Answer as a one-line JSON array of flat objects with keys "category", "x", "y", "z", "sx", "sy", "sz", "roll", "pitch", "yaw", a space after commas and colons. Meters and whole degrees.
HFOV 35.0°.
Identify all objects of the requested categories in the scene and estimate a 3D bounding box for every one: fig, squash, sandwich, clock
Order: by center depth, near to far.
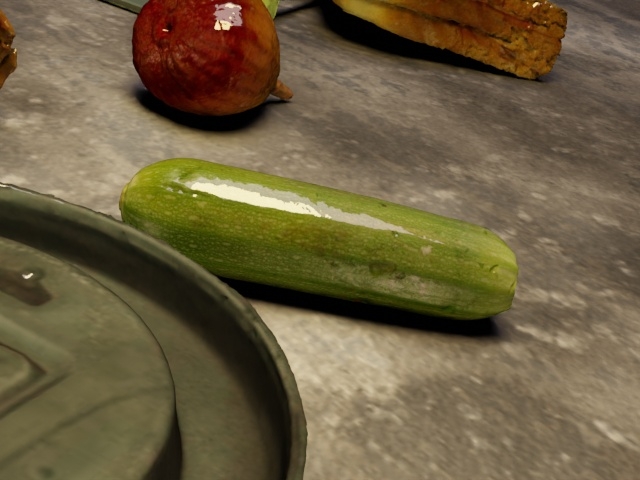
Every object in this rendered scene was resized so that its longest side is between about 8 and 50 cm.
[{"category": "clock", "x": -0.164, "y": 0.066, "z": 0.355, "sx": 0.318, "sy": 0.066, "sz": 0.319, "roll": 11, "pitch": 26, "yaw": -5}, {"category": "squash", "x": 0.000, "y": 0.000, "z": 0.573, "sx": 0.228, "sy": 0.066, "sz": 0.066, "roll": 12, "pitch": 26, "yaw": -8}, {"category": "fig", "x": -0.086, "y": -0.139, "z": 0.799, "sx": 0.119, "sy": 0.153, "sz": 0.119, "roll": -3, "pitch": 64, "yaw": 6}, {"category": "sandwich", "x": 0.118, "y": -0.302, "z": 1.177, "sx": 0.271, "sy": 0.099, "sz": 0.301, "roll": 12, "pitch": 26, "yaw": -16}]

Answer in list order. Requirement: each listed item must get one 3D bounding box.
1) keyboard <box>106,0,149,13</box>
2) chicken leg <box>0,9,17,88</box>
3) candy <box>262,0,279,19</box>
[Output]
[{"category": "keyboard", "x": -0.213, "y": -0.256, "z": 1.035, "sx": 0.176, "sy": 0.014, "sz": 0.055, "roll": 22, "pitch": 28, "yaw": 17}, {"category": "chicken leg", "x": -0.350, "y": -0.150, "z": 0.636, "sx": 0.295, "sy": 0.182, "sz": 0.409, "roll": 8, "pitch": 9, "yaw": -34}, {"category": "candy", "x": -0.046, "y": -0.267, "z": 1.098, "sx": 0.092, "sy": 0.093, "sz": 0.335, "roll": 62, "pitch": 23, "yaw": -1}]
